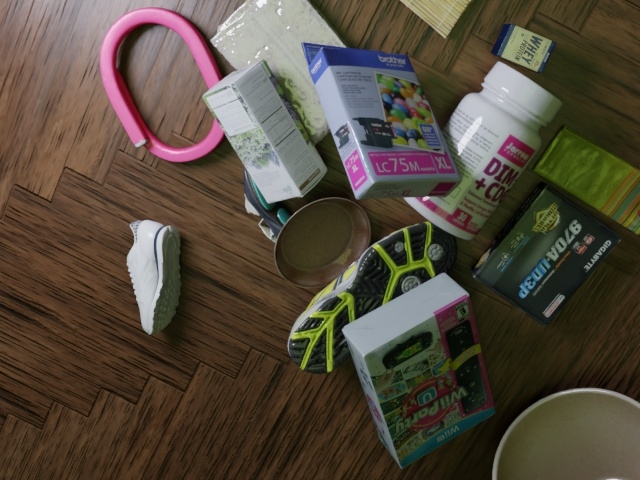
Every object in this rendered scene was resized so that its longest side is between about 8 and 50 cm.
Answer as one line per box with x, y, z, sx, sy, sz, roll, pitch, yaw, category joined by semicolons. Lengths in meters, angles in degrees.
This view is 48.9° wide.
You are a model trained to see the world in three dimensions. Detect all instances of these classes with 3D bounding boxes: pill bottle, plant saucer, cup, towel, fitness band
0.282;-0.156;1.233;0.160;0.160;0.283;32;107;-3;pill bottle
0.000;0.000;1.337;0.198;0.036;0.198;-13;124;-20;plant saucer
0.527;0.485;1.334;0.331;0.331;0.237;-30;125;13;cup
0.519;-0.110;1.294;0.237;0.021;0.102;30;106;-2;towel
-0.047;-0.324;1.283;0.187;0.049;0.282;-38;99;16;towel
-0.288;-0.287;1.316;0.209;0.054;0.291;-22;103;11;fitness band

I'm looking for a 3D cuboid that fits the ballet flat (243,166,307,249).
-0.102;-0.055;1.353;0.074;0.074;0.203;-32;106;14;ballet flat

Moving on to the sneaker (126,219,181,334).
-0.341;0.074;1.416;0.095;0.090;0.235;11;103;16;sneaker

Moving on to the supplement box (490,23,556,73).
0.349;-0.332;1.217;0.083;0.083;0.056;22;108;-2;supplement box

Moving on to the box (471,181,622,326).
0.421;0.027;1.327;0.175;0.051;0.220;35;106;-4;box

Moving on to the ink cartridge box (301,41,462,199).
0.097;-0.214;1.161;0.065;0.186;0.311;-49;54;48;ink cartridge box

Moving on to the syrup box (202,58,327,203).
-0.096;-0.190;1.265;0.093;0.096;0.237;-9;121;45;syrup box

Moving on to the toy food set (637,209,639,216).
0.633;0.011;1.263;0.232;0.111;0.104;39;107;-21;toy food set

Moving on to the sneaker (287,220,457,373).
0.087;0.088;1.342;0.384;0.147;0.145;-36;102;-5;sneaker

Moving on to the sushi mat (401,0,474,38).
0.146;-0.513;1.222;0.316;0.019;0.151;39;107;-5;sushi mat

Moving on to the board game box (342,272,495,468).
0.189;0.244;1.305;0.224;0.097;0.303;-27;124;-12;board game box
